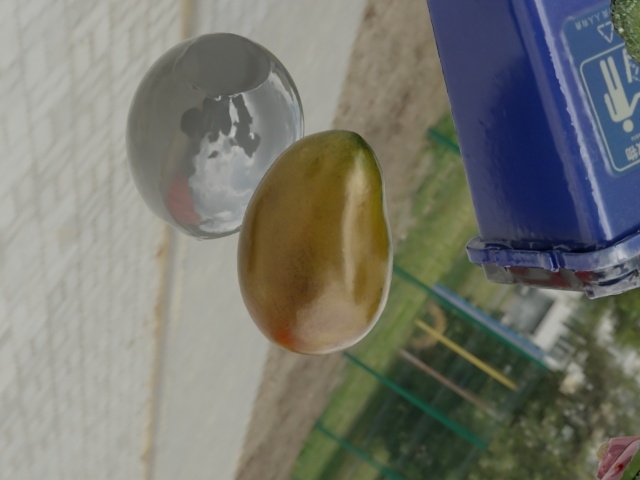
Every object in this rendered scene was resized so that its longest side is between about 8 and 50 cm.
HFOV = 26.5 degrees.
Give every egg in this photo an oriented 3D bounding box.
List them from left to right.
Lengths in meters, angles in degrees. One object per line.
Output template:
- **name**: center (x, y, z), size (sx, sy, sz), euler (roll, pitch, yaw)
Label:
- **egg**: center (-0.107, -0.097, 1.348), size (0.176, 0.176, 0.232), euler (-48, 169, -41)

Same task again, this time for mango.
- **mango**: center (-0.005, 0.002, 0.944), size (0.089, 0.111, 0.163), euler (-43, 130, -65)

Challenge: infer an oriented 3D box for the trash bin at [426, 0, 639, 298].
- **trash bin**: center (0.167, -0.091, 0.938), size (0.162, 0.234, 0.184), euler (-27, -165, -27)

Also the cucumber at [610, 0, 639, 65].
- **cucumber**: center (0.197, -0.097, 0.496), size (0.063, 0.115, 0.244), euler (-55, -155, -14)

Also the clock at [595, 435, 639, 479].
- **clock**: center (0.283, 0.176, 1.050), size (0.195, 0.100, 0.194), euler (-55, 178, -1)
